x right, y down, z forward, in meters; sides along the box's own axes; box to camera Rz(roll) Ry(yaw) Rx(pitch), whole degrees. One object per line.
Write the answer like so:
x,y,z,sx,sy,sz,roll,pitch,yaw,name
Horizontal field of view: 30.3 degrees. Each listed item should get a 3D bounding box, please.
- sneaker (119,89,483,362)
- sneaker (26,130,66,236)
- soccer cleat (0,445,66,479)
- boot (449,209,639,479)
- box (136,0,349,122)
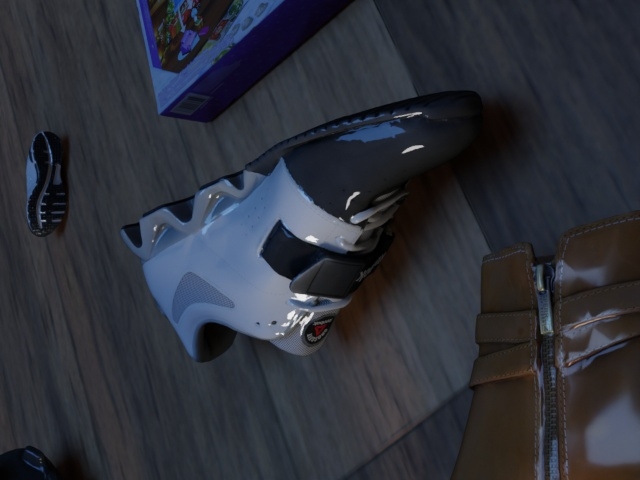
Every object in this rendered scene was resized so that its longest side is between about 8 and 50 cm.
0.000,0.000,0.843,0.331,0.122,0.146,-26,84,43,sneaker
-0.285,-0.056,1.221,0.044,0.040,0.109,162,113,-63,sneaker
-0.231,0.319,1.089,0.289,0.093,0.121,52,153,33,soccer cleat
0.107,0.115,0.690,0.283,0.109,0.220,-23,70,42,boot
-0.049,-0.253,0.957,0.293,0.057,0.200,-33,62,42,box
